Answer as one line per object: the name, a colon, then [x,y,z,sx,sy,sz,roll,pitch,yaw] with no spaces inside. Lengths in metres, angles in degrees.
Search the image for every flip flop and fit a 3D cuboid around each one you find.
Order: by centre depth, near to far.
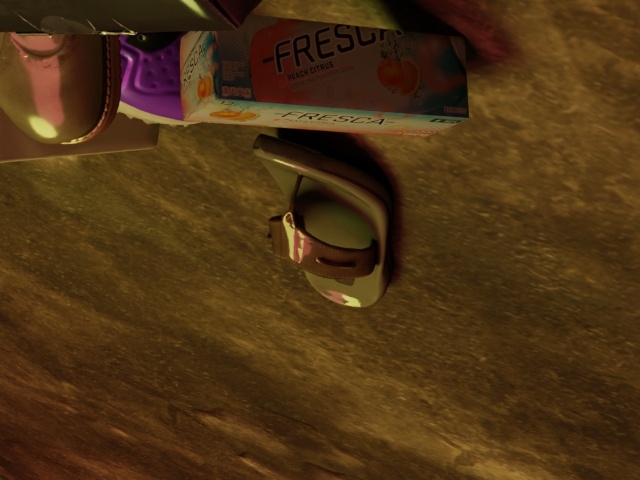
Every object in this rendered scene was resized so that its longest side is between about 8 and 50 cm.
flip flop: [0.000,0.000,1.298,0.112,0.080,0.277,22,157,17]

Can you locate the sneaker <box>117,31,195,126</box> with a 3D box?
sneaker: [-0.148,-0.187,1.046,0.293,0.102,0.146,40,154,-25]

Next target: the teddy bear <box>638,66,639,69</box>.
teddy bear: [0.309,-0.070,0.736,0.338,0.113,0.245,8,152,42]

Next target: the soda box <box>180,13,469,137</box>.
soda box: [0.004,-0.105,0.981,0.183,0.058,0.063,1,171,-27]

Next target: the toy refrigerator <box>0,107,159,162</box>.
toy refrigerator: [-0.244,-0.116,1.133,0.102,0.094,0.269,19,-162,34]

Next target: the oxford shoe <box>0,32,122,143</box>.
oxford shoe: [-0.228,-0.198,0.915,0.123,0.130,0.348,-10,116,25]

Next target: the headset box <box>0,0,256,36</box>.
headset box: [-0.082,-0.210,0.662,0.218,0.293,0.110,8,150,44]

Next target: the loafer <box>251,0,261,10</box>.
loafer: [-0.111,-0.241,0.874,0.111,0.112,0.319,20,157,43]
